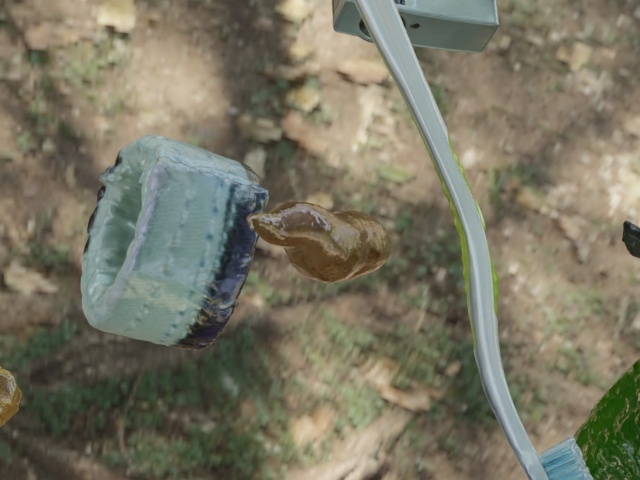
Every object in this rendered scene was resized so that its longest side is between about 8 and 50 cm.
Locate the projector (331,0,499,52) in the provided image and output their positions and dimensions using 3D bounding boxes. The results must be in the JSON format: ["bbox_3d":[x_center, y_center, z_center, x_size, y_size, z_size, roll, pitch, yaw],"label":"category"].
[{"bbox_3d":[0.084,-0.236,1.548,0.147,0.061,0.115,7,58,-15],"label":"projector"}]

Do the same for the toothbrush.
[{"bbox_3d":[0.047,-0.011,0.633,0.026,0.022,0.263,-23,93,0],"label":"toothbrush"}]

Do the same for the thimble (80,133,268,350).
[{"bbox_3d":[-0.161,-0.002,1.828,0.150,0.237,0.237,15,51,-22],"label":"thimble"}]

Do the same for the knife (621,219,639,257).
[{"bbox_3d":[0.253,0.051,0.984,0.021,0.046,0.222,-24,40,-23],"label":"knife"}]

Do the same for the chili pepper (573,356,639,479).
[{"bbox_3d":[0.152,0.170,0.904,0.099,0.253,0.083,29,38,18],"label":"chili pepper"}]

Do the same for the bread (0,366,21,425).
[{"bbox_3d":[-0.324,0.169,1.453,0.157,0.052,0.044,-42,27,-1],"label":"bread"}]

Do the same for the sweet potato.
[{"bbox_3d":[0.000,0.000,1.145,0.056,0.195,0.056,-5,80,26],"label":"sweet potato"}]
